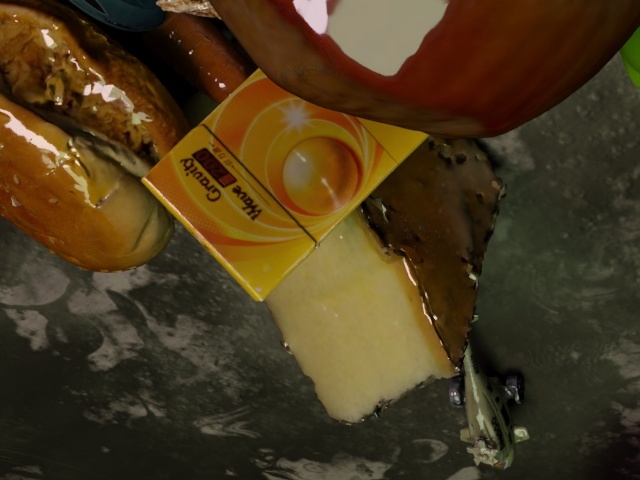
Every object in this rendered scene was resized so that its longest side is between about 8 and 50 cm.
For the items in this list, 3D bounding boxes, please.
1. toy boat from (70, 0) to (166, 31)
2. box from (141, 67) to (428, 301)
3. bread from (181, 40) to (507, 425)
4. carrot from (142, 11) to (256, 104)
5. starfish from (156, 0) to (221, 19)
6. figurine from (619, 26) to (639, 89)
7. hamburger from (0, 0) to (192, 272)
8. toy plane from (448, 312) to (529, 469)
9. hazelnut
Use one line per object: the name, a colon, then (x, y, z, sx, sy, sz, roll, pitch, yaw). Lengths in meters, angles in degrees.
toy boat: (-0.226, -0.286, 1.188, 0.122, 0.114, 0.296, 5, 147, 42)
box: (-0.011, -0.091, 1.240, 0.152, 0.269, 0.043, 47, 170, -4)
bread: (0.000, 0.000, 1.372, 0.315, 0.279, 0.248, 22, 146, -23)
carrot: (-0.074, -0.135, 1.293, 0.210, 0.061, 0.061, 45, 141, 11)
starfish: (-0.060, -0.203, 1.167, 0.209, 0.053, 0.150, 14, -174, 9)
figurine: (0.304, -0.231, 1.106, 0.162, 0.143, 0.263, -2, 129, 9)
hamburger: (-0.254, -0.094, 1.337, 0.290, 0.170, 0.314, 37, 165, 2)
toy plane: (0.188, 0.179, 1.670, 0.092, 0.108, 0.286, -3, 127, 20)
hazelnut: (0.081, -0.246, 0.998, 0.366, 0.366, 0.366, 7, 141, 6)
